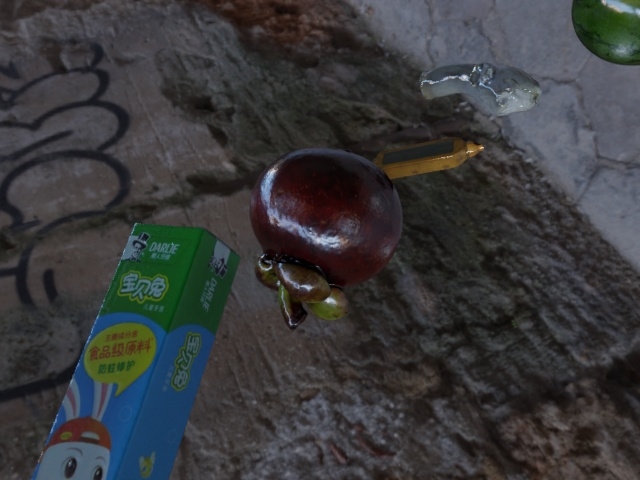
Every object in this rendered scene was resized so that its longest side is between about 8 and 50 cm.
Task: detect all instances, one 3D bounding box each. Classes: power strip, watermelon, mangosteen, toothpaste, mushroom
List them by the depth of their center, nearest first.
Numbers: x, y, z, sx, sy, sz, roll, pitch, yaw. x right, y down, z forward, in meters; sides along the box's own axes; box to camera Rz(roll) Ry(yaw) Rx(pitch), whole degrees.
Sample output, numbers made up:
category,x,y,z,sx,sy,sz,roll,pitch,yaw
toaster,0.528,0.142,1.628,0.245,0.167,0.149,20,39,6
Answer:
category,x,y,z,sx,sy,sz,roll,pitch,yaw
toothpaste,-0.126,0.118,0.361,0.065,0.267,0.050,4,156,29
mangosteen,0.000,0.000,0.807,0.215,0.215,0.258,-5,71,67
power strip,0.171,-0.133,0.930,0.049,0.178,0.028,-74,-34,-42
watermelon,0.590,-0.442,1.061,0.242,0.242,0.242,47,146,46
mushroom,0.314,-0.309,1.163,0.278,0.099,0.096,28,108,43
